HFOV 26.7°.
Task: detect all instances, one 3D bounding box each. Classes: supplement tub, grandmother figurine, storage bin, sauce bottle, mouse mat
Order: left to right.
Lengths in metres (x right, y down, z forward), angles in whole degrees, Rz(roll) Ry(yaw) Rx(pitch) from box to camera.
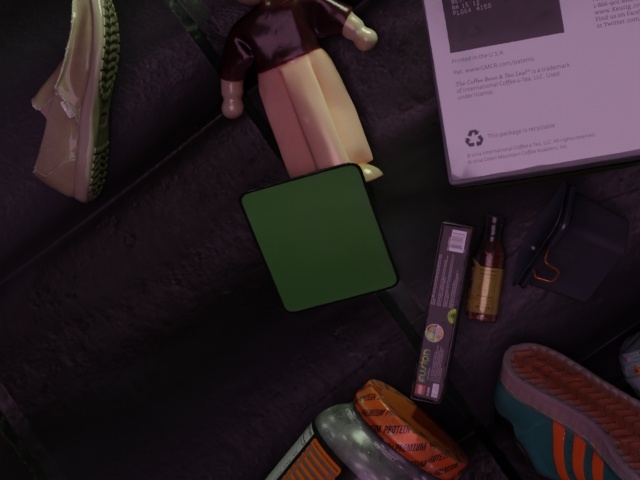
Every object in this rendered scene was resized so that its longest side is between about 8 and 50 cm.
[{"bbox_3d":[-0.033,-0.217,1.618,0.207,0.104,0.342,-24,91,0],"label":"grandmother figurine"},{"bbox_3d":[0.000,0.000,1.615,0.152,0.007,0.190,-15,122,9],"label":"mouse mat"},{"bbox_3d":[0.018,0.330,1.579,0.193,0.193,0.316,40,98,5],"label":"supplement tub"},{"bbox_3d":[0.201,0.034,1.618,0.042,0.042,0.128,8,91,8],"label":"sauce bottle"},{"bbox_3d":[0.292,0.013,1.557,0.091,0.098,0.135,22,138,-2],"label":"storage bin"}]

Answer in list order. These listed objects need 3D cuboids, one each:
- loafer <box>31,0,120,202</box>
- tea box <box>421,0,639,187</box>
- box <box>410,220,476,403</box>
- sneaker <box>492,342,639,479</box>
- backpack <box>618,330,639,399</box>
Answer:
[{"bbox_3d":[-0.306,-0.182,1.657,0.092,0.102,0.269,7,94,3],"label":"loafer"},{"bbox_3d":[0.291,-0.185,1.453,0.328,0.323,0.220,-9,90,10],"label":"tea box"},{"bbox_3d":[0.147,0.082,1.591,0.036,0.114,0.207,10,93,9],"label":"box"},{"bbox_3d":[0.320,0.243,1.536,0.302,0.108,0.121,38,136,34],"label":"sneaker"},{"bbox_3d":[0.438,0.129,1.543,0.182,0.152,0.115,-32,81,21],"label":"backpack"}]
